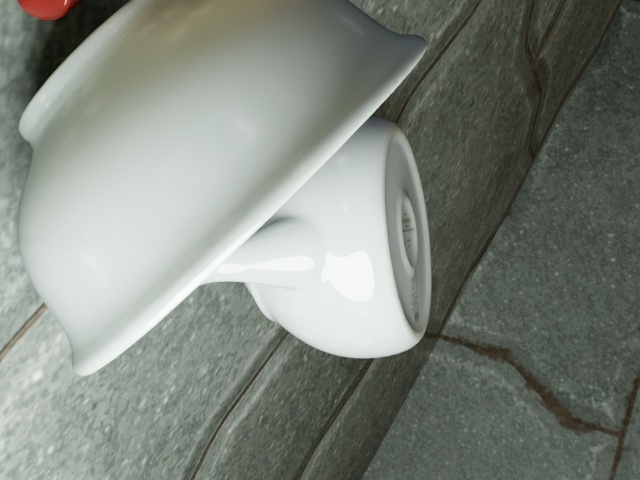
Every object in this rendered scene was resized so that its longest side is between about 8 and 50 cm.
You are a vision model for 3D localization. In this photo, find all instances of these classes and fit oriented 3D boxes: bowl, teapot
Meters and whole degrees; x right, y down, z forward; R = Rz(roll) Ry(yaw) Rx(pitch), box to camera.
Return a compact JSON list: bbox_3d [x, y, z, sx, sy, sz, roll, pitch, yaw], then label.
[{"bbox_3d":[-0.087,-0.067,0.548,0.298,0.134,0.298,-43,-171,9],"label":"bowl"},{"bbox_3d":[0.000,0.000,0.875,0.256,0.187,0.252,64,27,-46],"label":"teapot"}]

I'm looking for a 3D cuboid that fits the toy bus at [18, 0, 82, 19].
[{"bbox_3d":[-0.082,-0.212,0.487,0.191,0.202,0.104,-42,122,-30],"label":"toy bus"}]
